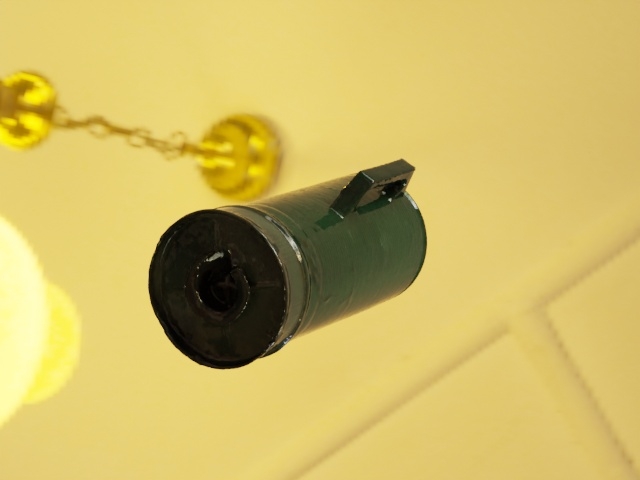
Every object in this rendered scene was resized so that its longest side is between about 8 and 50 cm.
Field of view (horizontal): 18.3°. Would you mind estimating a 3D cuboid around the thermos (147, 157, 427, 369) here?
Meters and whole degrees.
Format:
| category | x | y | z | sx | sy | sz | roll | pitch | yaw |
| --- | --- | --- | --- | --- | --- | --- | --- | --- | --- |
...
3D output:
| category | x | y | z | sx | sy | sz | roll | pitch | yaw |
| --- | --- | --- | --- | --- | --- | --- | --- | --- | --- |
| thermos | -0.004 | 0.002 | 0.964 | 0.073 | 0.187 | 0.083 | 9 | -77 | 26 |
